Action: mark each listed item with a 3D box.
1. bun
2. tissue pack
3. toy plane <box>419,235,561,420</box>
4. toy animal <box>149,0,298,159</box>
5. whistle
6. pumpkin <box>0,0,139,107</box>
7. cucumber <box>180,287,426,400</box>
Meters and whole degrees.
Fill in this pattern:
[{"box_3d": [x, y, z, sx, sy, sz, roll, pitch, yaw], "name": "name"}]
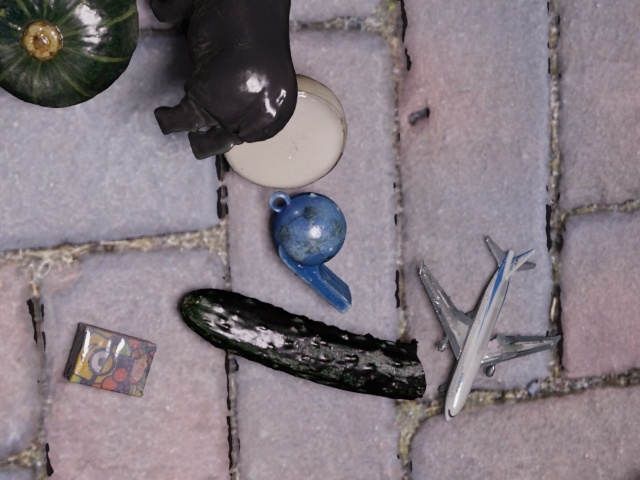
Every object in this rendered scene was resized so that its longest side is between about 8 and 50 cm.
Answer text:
[{"box_3d": [-0.043, -0.129, 1.544, 0.138, 0.094, 0.138, -5, 128, -7], "name": "bun"}, {"box_3d": [-0.222, 0.128, 1.512, 0.083, 0.035, 0.063, 19, 87, -27], "name": "tissue pack"}, {"box_3d": [0.190, 0.106, 1.692, 0.226, 0.058, 0.226, 28, 86, -26], "name": "toy plane"}, {"box_3d": [-0.085, -0.256, 1.464, 0.106, 0.168, 0.343, 32, 61, -53], "name": "toy animal"}, {"box_3d": [0.000, 0.000, 1.577, 0.158, 0.090, 0.090, 42, 77, -22], "name": "whistle"}, {"box_3d": [-0.262, -0.215, 1.405, 0.167, 0.167, 0.125, 56, 29, -19], "name": "pumpkin"}, {"box_3d": [-0.016, 0.118, 1.586, 0.303, 0.072, 0.081, 15, 45, -26], "name": "cucumber"}]
